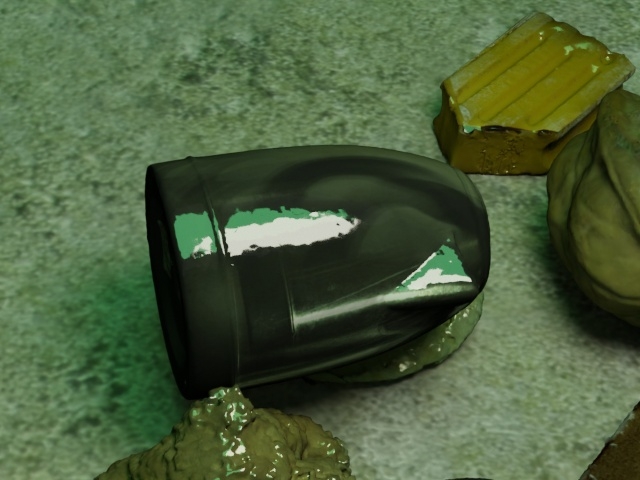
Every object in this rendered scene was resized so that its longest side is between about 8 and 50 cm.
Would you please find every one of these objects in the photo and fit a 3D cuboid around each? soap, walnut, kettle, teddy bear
[{"bbox_3d":[0.248,-0.169,1.700,0.160,0.080,0.257,34,53,24],"label":"soap"},{"bbox_3d":[0.381,-0.041,1.472,0.253,0.282,0.276,16,38,-11],"label":"walnut"},{"bbox_3d":[0.000,0.000,1.369,0.324,0.228,0.321,-9,22,-13],"label":"kettle"},{"bbox_3d":[-0.059,0.257,1.232,0.267,0.156,0.256,-15,53,-21],"label":"teddy bear"}]

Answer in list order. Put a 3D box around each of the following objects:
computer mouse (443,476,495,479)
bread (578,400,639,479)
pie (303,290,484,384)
[{"bbox_3d":[0.144,0.260,1.323,0.135,0.047,0.079,-2,47,-6],"label":"computer mouse"},{"bbox_3d":[0.272,0.284,1.225,0.113,0.165,0.416,6,37,42],"label":"bread"},{"bbox_3d":[0.021,0.035,1.499,0.307,0.071,0.306,2,48,-2],"label":"pie"}]
